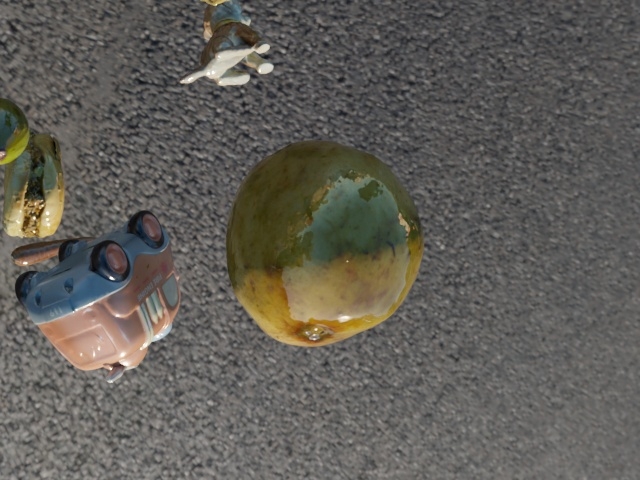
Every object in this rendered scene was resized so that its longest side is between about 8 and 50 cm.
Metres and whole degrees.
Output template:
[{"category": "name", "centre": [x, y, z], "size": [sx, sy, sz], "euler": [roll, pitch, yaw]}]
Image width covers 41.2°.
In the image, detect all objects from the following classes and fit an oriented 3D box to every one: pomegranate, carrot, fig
[{"category": "pomegranate", "centre": [0.000, 0.000, 1.073], "size": [0.261, 0.260, 0.260], "euler": [-14, 117, -29]}, {"category": "carrot", "centre": [-0.624, 0.018, 2.006], "size": [0.216, 0.048, 0.048], "euler": [-17, 120, -42]}, {"category": "fig", "centre": [-0.370, -0.120, 0.972], "size": [0.074, 0.088, 0.074], "euler": [-12, 138, -11]}]

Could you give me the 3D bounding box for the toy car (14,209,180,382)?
[{"category": "toy car", "centre": [-0.332, 0.093, 1.376], "size": [0.181, 0.270, 0.212], "euler": [-20, 107, 22]}]

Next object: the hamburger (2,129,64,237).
[{"category": "hamburger", "centre": [-0.555, -0.104, 1.631], "size": [0.108, 0.214, 0.213], "euler": [1, 110, -26]}]

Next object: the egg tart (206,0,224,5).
[{"category": "egg tart", "centre": [-0.133, -0.452, 1.194], "size": [0.106, 0.241, 0.240], "euler": [16, 101, -34]}]

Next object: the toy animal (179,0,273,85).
[{"category": "toy animal", "centre": [-0.207, -0.387, 1.643], "size": [0.184, 0.185, 0.104], "euler": [-18, 151, -14]}]
